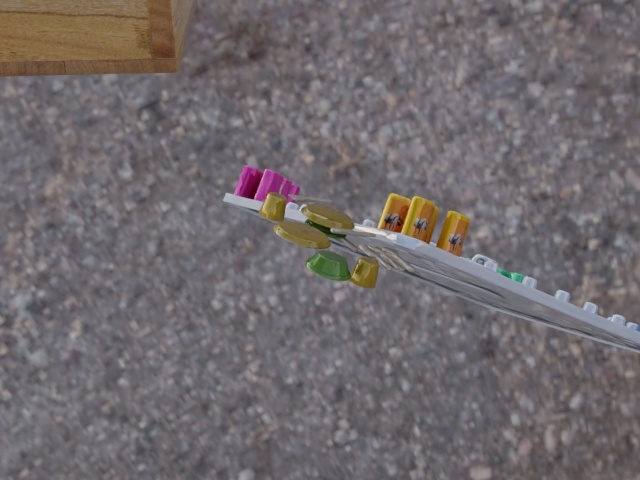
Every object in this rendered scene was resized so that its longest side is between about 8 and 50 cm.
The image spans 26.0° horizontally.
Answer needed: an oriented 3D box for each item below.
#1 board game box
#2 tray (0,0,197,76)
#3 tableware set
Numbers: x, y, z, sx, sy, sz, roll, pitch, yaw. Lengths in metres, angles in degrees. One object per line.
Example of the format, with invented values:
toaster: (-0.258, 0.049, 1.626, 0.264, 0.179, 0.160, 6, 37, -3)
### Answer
board game box: (0.145, 0.022, 1.427, 0.390, 0.390, 0.050, 15, 85, 62)
tray: (-0.171, -0.221, 0.913, 0.203, 0.076, 0.411, -1, 32, 3)
tableware set: (0.000, 0.000, 1.137, 0.104, 0.024, 0.154, 6, 22, -35)
